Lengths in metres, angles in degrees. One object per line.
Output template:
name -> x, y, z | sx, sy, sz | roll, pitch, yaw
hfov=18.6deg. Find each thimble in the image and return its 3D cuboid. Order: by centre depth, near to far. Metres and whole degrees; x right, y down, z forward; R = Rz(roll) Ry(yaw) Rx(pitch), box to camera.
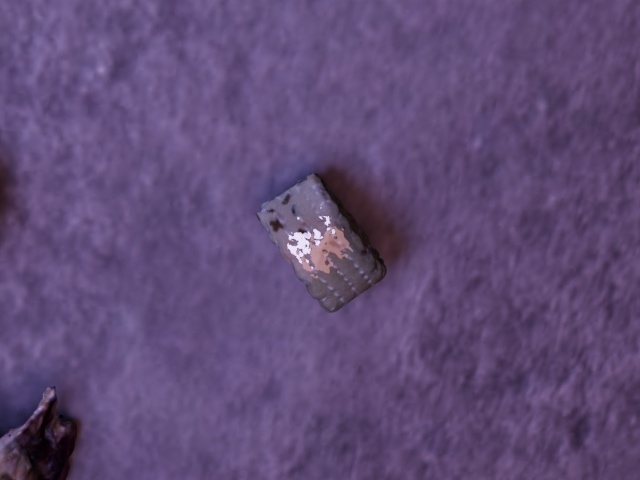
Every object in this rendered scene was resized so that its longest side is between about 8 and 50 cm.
thimble -> 0.000, 0.000, 1.551 | 0.062, 0.084, 0.110 | -36, 119, 4

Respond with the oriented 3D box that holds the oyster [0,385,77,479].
oyster -> -0.292, 0.256, 1.568 | 0.275, 0.100, 0.271 | -31, 131, -7
